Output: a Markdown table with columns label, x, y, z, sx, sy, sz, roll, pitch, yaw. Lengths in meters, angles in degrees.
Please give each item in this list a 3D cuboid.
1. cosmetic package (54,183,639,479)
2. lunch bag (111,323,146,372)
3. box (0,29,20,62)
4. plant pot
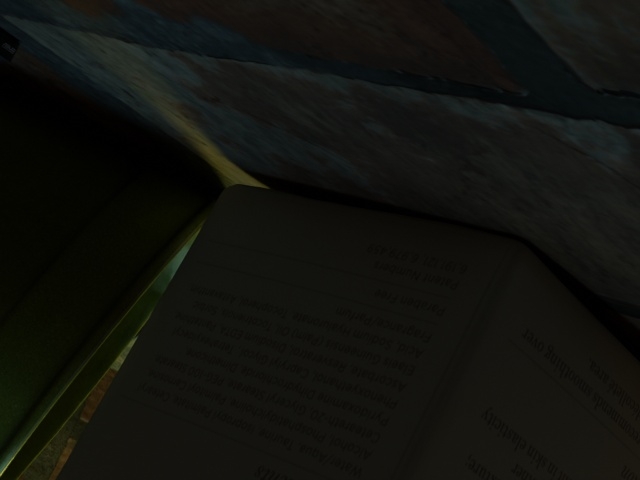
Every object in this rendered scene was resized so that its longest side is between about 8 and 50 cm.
| label | x | y | z | sx | sy | sz | roll | pitch | yaw |
| --- | --- | --- | --- | --- | --- | --- | --- | --- | --- |
| cosmetic package | 0.030 | 0.217 | 1.084 | 0.327 | 0.394 | 0.329 | 13 | 158 | 47 |
| lunch bag | -0.179 | 0.127 | 1.920 | 0.235 | 0.169 | 0.287 | 33 | 163 | -27 |
| box | -0.279 | -0.164 | 1.078 | 0.083 | 0.018 | 0.067 | 17 | 167 | 45 |
| plant pot | -0.334 | 0.002 | 1.273 | 0.353 | 0.366 | 0.366 | 38 | 170 | -1 |
